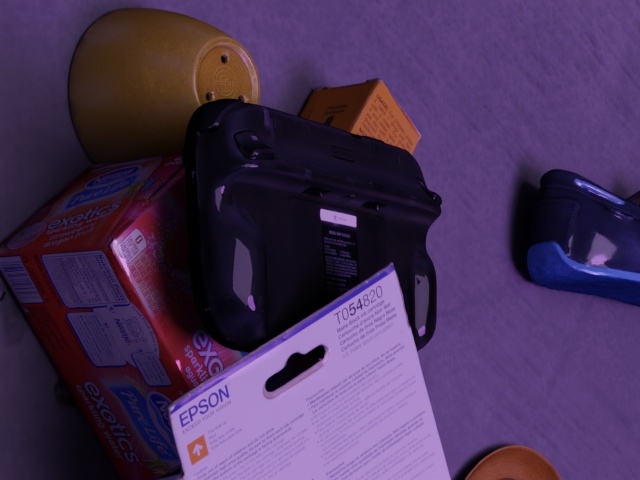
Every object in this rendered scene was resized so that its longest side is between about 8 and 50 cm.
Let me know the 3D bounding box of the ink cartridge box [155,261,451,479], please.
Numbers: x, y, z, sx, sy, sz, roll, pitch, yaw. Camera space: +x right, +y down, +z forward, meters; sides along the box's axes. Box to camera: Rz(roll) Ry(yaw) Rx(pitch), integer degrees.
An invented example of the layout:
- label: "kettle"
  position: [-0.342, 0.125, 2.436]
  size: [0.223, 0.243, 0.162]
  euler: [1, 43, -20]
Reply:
- label: "ink cartridge box"
  position: [-0.009, 0.157, 1.282]
  size: [0.223, 0.045, 0.224]
  euler: [-30, 115, -37]

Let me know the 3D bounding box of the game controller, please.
- label: "game controller"
  position: [0.000, 0.000, 1.339]
  size: [0.319, 0.067, 0.167]
  euler: [11, 82, -60]

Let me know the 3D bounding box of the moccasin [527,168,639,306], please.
- label: "moccasin"
  position: [0.334, -0.001, 1.817]
  size: [0.342, 0.137, 0.117]
  euler: [13, 73, -48]

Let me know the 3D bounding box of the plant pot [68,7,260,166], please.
- label: "plant pot"
  position: [-0.100, -0.107, 1.368]
  size: [0.134, 0.095, 0.134]
  euler: [5, 84, -49]

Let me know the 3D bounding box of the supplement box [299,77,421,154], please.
- label: "supplement box"
  position: [-0.005, -0.017, 1.481]
  size: [0.080, 0.078, 0.233]
  euler: [48, 55, -35]

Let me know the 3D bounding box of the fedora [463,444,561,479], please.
- label: "fedora"
  position: [0.188, 0.274, 1.671]
  size: [0.194, 0.079, 0.194]
  euler: [5, 83, -47]

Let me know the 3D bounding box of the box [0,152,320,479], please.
- label: "box"
  position: [-0.098, 0.076, 1.331]
  size: [0.122, 0.128, 0.257]
  euler: [-47, 120, -39]
